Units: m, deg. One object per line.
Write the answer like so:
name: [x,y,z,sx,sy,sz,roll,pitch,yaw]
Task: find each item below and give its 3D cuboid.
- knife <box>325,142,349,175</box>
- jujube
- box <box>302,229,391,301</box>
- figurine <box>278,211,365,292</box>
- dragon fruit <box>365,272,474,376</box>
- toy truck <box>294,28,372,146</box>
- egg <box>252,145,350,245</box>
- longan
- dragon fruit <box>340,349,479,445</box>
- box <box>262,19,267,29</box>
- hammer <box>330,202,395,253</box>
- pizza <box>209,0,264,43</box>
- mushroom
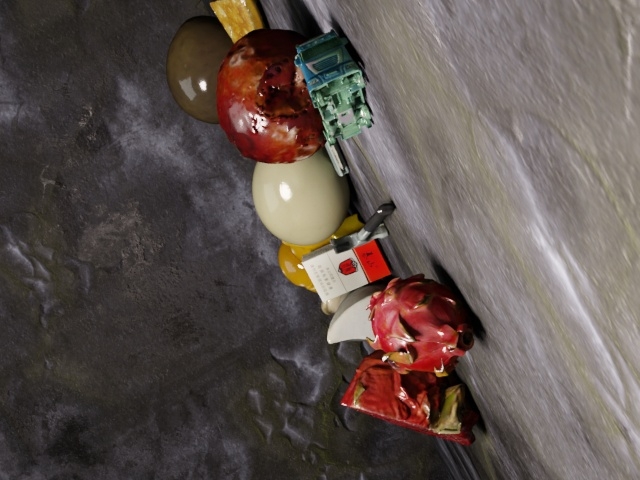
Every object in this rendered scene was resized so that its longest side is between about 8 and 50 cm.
knife: [0.016,-0.176,1.485,0.162,0.023,0.044,64,179,-42]
jujube: [-0.061,-0.193,1.157,0.183,0.183,0.243,62,177,-4]
box: [0.052,0.049,1.692,0.048,0.152,0.100,-87,-28,-65]
figurine: [-0.004,-0.002,1.819,0.215,0.215,0.228,61,175,22]
dragon fruit: [0.137,0.114,1.108,0.133,0.136,0.166,25,173,-39]
toy truck: [0.018,-0.181,1.010,0.175,0.067,0.081,59,-172,-71]
egg: [-0.038,-0.096,1.612,0.241,0.186,0.186,75,169,-45]
longan: [-0.280,-0.442,2.204,0.300,0.243,0.300,175,90,-81]
dragon fruit: [0.202,0.283,1.576,0.205,0.152,0.317,12,167,29]
box: [-0.150,-0.474,1.653,0.156,0.022,0.089,63,178,-23]
hammer: [0.075,-0.022,1.342,0.246,0.103,0.029,119,130,-78]
pizza: [-0.149,-0.424,1.591,0.134,0.046,0.175,46,161,9]
mushroom: [0.093,0.146,1.805,0.397,0.177,0.126,-121,25,-87]
